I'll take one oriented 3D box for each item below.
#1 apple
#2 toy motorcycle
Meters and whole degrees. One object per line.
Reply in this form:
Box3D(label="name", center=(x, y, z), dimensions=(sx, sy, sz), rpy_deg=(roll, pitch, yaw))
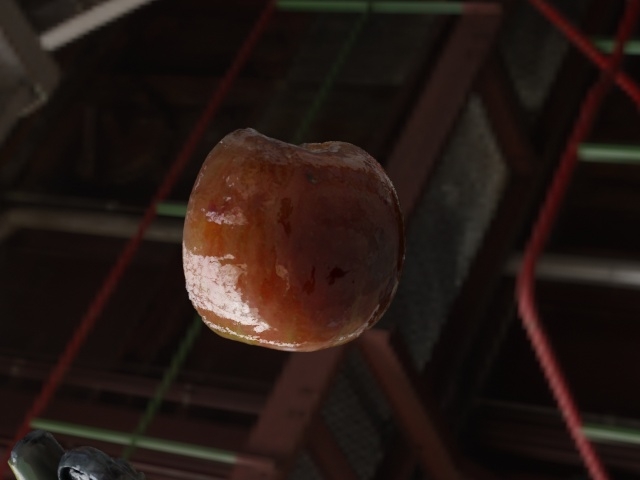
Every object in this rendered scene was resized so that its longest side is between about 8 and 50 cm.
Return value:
Box3D(label="apple", center=(0.000, 0.000, 2.057), dimensions=(0.293, 0.163, 0.251), rpy_deg=(-8, -78, -50))
Box3D(label="toy motorcycle", center=(-0.091, 0.174, 0.890), dimensions=(0.061, 0.124, 0.193), rpy_deg=(-43, -66, -32))
